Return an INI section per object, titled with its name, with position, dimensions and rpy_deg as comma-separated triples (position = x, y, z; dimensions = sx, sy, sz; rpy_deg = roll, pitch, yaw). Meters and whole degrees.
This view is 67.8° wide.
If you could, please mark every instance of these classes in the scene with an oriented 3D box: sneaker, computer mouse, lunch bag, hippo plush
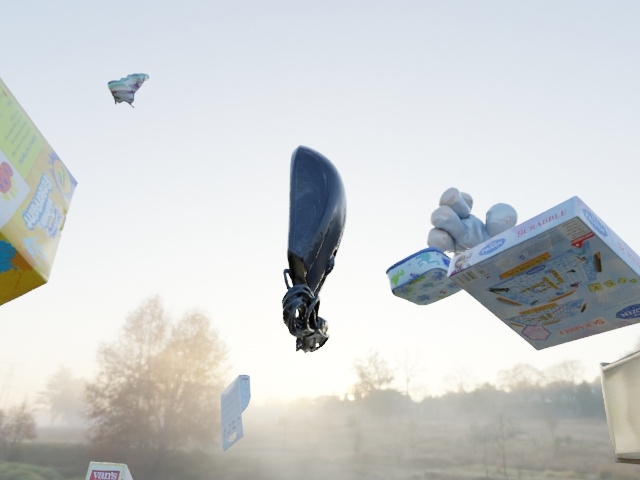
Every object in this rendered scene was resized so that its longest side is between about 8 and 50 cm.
[sneaker]
position = -0.424, -0.333, 1.070
dimensions = 0.038, 0.098, 0.069
rpy_deg = 29, -43, 38
[computer mouse]
position = 0.000, 0.000, 0.615
dimensions = 0.072, 0.273, 0.188
rpy_deg = -2, -23, 5
[lunch bag]
position = 0.307, 0.105, 1.354
dimensions = 0.176, 0.090, 0.218
rpy_deg = -32, -37, 30
[hippo plush]
position = 0.483, -0.012, 1.477
dimensions = 0.236, 0.295, 0.234
rpy_deg = 14, 25, 37

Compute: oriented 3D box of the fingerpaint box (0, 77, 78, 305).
[fingerpaint box]
position = -0.652, -0.137, 0.875
dimensions = 0.163, 0.445, 0.371
rpy_deg = -26, -55, -4

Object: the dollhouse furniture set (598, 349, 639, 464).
[dollhouse furniture set]
position = 0.690, 0.261, 0.715
dimensions = 0.393, 0.363, 0.256
rpy_deg = 2, -25, 7

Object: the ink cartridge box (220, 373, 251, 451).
[ink cartridge box]
position = -0.247, 0.508, 1.407
dimensions = 0.045, 0.180, 0.145
rpy_deg = 12, -43, -32

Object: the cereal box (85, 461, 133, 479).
[cereal box]
position = -0.254, 0.391, 0.520
dimensions = 0.047, 0.240, 0.173
rpy_deg = 8, -40, -8

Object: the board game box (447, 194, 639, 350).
[board game box]
position = 0.501, 0.091, 1.018
dimensions = 0.318, 0.066, 0.318
rpy_deg = 38, -41, -15
